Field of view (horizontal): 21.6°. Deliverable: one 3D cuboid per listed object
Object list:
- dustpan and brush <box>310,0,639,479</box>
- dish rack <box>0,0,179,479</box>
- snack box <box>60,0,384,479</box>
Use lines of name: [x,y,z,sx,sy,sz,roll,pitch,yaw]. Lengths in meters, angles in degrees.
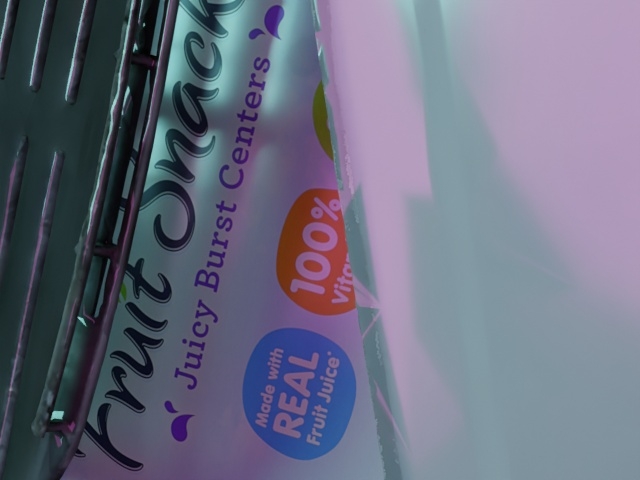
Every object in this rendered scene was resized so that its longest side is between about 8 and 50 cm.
dustpan and brush: [0.113,-0.019,0.331,0.211,0.060,0.147,-6,99,17]
dish rack: [-0.137,-0.049,0.397,0.271,0.074,0.208,20,103,45]
snack box: [0.000,0.000,0.419,0.207,0.070,0.174,15,100,15]
